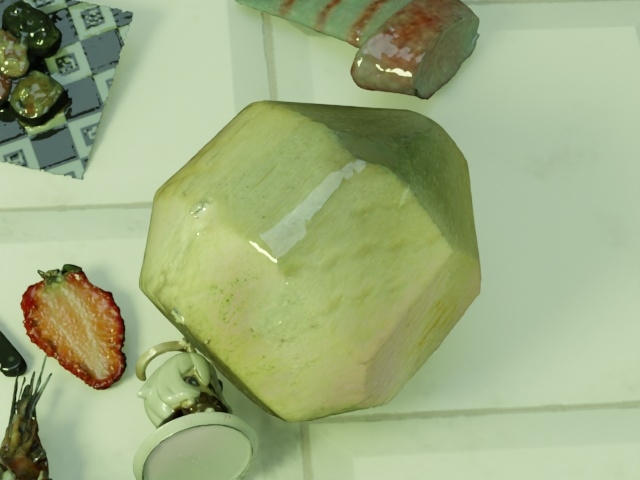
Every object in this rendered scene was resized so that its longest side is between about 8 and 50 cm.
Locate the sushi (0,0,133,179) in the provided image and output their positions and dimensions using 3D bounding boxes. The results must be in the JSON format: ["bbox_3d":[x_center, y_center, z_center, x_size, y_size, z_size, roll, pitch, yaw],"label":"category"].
[{"bbox_3d":[-0.356,-0.201,2.078,0.231,0.047,0.219,13,71,5],"label":"sushi"}]

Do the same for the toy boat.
[{"bbox_3d":[0.039,-0.270,2.177,0.282,0.096,0.206,20,50,25],"label":"toy boat"}]

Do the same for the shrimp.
[{"bbox_3d":[-0.329,0.256,1.765,0.145,0.116,0.343,17,55,-9],"label":"shrimp"}]

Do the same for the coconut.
[{"bbox_3d":[0.000,0.000,1.833,0.352,0.352,0.352,2,56,-3],"label":"coconut"}]

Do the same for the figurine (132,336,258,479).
[{"bbox_3d":[-0.143,0.172,1.843,0.132,0.132,0.154,-11,45,-11],"label":"figurine"}]

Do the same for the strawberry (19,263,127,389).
[{"bbox_3d":[-0.261,0.094,1.921,0.104,0.048,0.152,-20,73,-24],"label":"strawberry"}]

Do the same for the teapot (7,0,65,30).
[{"bbox_3d":[-0.345,-0.259,2.149,0.063,0.049,0.083,-28,65,-21],"label":"teapot"}]

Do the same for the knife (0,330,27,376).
[{"bbox_3d":[-0.409,0.073,1.945,0.072,0.019,0.245,-37,63,-20],"label":"knife"}]
